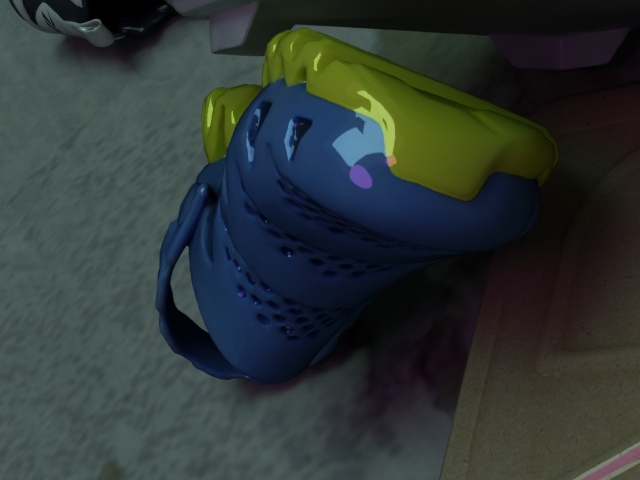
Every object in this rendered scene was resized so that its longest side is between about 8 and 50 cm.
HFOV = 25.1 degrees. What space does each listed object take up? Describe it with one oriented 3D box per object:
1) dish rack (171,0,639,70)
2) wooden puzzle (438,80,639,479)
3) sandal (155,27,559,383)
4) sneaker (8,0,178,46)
[{"bbox_3d":[0.091,-0.114,0.563,0.333,0.286,0.072,3,93,62],"label":"dish rack"},{"bbox_3d":[0.194,0.059,0.473,0.322,0.080,0.347,-9,45,35],"label":"wooden puzzle"},{"bbox_3d":[0.000,0.000,0.607,0.317,0.126,0.138,164,129,-79],"label":"sandal"},{"bbox_3d":[-0.103,-0.222,0.977,0.235,0.094,0.153,-44,43,-8],"label":"sneaker"}]
